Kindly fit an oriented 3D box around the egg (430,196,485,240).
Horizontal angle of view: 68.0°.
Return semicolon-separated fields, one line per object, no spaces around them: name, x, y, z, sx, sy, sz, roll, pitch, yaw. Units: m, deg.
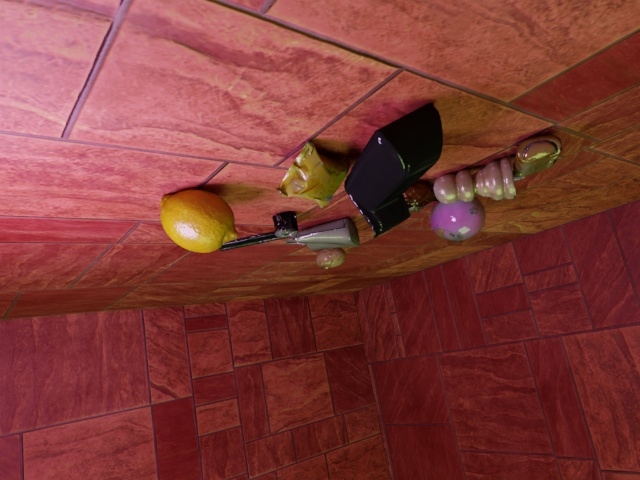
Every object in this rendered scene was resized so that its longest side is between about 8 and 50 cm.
egg;0.546;-0.090;1.905;0.196;0.196;0.271;-11;175;1

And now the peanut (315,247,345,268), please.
peanut;0.054;0.084;2.424;0.159;0.109;0.140;-14;-178;-39

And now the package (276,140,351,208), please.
package;-0.013;-0.170;1.284;0.226;0.090;0.168;9;117;-52

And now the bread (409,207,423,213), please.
bread;0.350;-0.136;1.841;0.113;0.060;0.082;-7;167;-23

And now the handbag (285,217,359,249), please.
handbag;0.000;0.000;2.015;0.315;0.109;0.241;-15;164;14

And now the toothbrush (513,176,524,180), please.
toothbrush;0.656;-0.216;1.818;0.263;0.026;0.022;-10;173;0

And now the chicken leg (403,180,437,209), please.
chicken leg;0.330;-0.152;1.700;0.407;0.096;0.158;-7;171;-24

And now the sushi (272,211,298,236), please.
sushi;-0.128;-0.056;1.755;0.094;0.084;0.098;-6;163;-9

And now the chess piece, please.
chess piece;0.520;-0.187;1.616;0.260;0.143;0.143;-10;167;16

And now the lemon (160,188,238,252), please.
lemon;-0.353;-0.058;1.374;0.244;0.187;0.187;25;158;-9

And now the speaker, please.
speaker;0.203;-0.166;1.250;0.180;0.184;0.388;-30;172;-17

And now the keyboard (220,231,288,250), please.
keyboard;-0.285;0.000;2.001;0.309;0.018;0.101;-11;165;3

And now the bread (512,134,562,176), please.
bread;0.680;-0.268;1.504;0.134;0.081;0.225;-16;168;13
